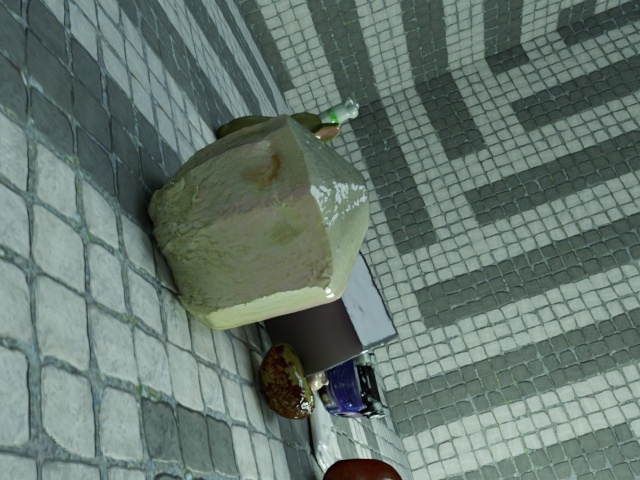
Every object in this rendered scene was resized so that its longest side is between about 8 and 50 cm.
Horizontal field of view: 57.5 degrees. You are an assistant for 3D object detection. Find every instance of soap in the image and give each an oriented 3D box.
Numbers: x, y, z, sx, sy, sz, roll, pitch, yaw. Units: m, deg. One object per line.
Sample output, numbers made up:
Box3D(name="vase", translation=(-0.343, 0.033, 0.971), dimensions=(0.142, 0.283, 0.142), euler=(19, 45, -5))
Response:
Box3D(name="soap", translation=(-0.019, 0.107, 1.139), dimensions=(0.107, 0.285, 0.296), euler=(-12, 76, -38))

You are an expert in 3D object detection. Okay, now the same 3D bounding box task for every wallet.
Box3D(name="wallet", translation=(0.005, 0.443, 1.340), dimensions=(0.182, 0.032, 0.124), euler=(-102, 172, -58))

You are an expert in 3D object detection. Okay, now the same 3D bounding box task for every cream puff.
Box3D(name="cream puff", translation=(-0.067, 0.257, 1.060), dimensions=(0.149, 0.085, 0.148), euler=(157, -90, -84))

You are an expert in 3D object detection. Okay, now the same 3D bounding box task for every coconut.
Box3D(name="coconut", translation=(-0.074, -0.029, 0.895), dimensions=(0.297, 0.310, 0.297), euler=(-21, 90, -83))

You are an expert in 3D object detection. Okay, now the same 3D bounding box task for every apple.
Box3D(name="apple", translation=(0.084, 0.522, 1.160), dimensions=(0.181, 0.181, 0.168), euler=(58, 37, -60))

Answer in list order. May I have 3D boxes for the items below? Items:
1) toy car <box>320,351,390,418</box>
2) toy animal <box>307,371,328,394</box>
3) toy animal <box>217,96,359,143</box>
Box3D(name="toy car", translation=(0.081, 0.393, 1.551), dimensions=(0.235, 0.158, 0.172), euler=(51, 24, -64))
Box3D(name="toy animal", translation=(-0.026, 0.305, 1.276), dimensions=(0.091, 0.082, 0.114), euler=(61, 12, -47))
Box3D(name="toy animal", translation=(-0.072, -0.245, 1.496), dimensions=(0.181, 0.364, 0.180), euler=(-95, 179, -53))
